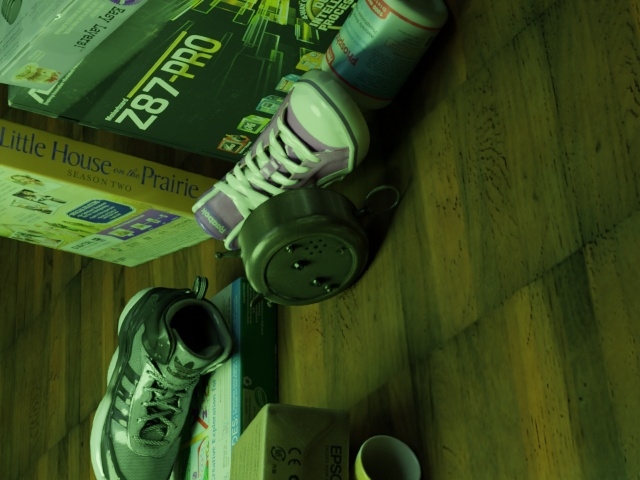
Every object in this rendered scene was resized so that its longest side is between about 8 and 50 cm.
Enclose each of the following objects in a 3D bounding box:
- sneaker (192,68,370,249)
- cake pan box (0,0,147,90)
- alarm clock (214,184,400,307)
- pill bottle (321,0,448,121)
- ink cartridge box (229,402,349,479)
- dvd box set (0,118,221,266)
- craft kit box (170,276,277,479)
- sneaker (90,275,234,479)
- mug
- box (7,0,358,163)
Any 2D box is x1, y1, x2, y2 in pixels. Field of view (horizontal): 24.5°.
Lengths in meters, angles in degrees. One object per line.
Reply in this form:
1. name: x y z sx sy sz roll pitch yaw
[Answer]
1. sneaker: -0.049 -0.064 1.521 0.161 0.102 0.282 -39 -7 -23
2. cake pan box: -0.239 -0.309 1.459 0.267 0.070 0.245 -30 57 50
3. alarm clock: 0.000 0.000 1.503 0.192 0.129 0.064 -34 45 12
4. pill bottle: 0.056 -0.194 1.522 0.160 0.087 0.087 -56 35 29
5. ink cartridge box: -0.035 0.292 1.402 0.193 0.088 0.234 122 152 -67
6. dvd box set: -0.352 -0.061 1.818 0.308 0.420 0.062 -19 61 56
7. craft kit box: -0.134 0.202 1.698 0.247 0.061 0.249 -32 50 47
8. sneaker: -0.173 0.167 1.623 0.153 0.101 0.268 -26 52 56
9. mug: 0.047 0.226 1.367 0.062 0.078 0.064 54 137 20
10. box: -0.120 -0.247 1.614 0.395 0.318 0.097 -40 46 44
